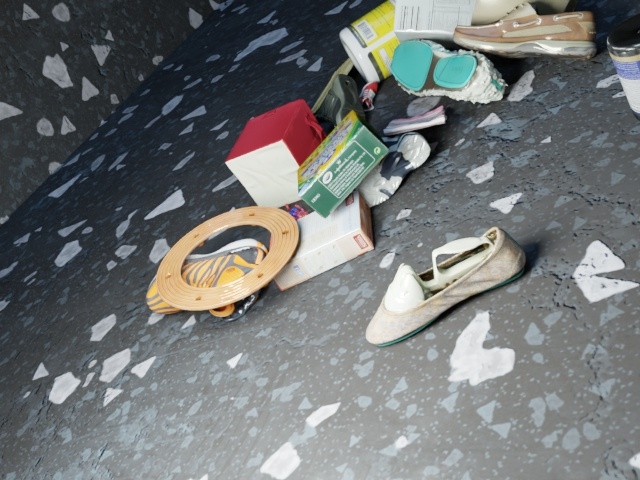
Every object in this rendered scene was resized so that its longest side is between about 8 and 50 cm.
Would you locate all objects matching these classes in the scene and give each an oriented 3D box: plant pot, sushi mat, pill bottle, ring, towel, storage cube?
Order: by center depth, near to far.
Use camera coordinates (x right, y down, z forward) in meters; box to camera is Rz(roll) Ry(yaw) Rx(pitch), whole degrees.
[{"bbox_3d":[0.594,-0.281,1.390,0.123,0.219,0.123,-26,30,16],"label":"pill bottle"},{"bbox_3d":[-0.202,0.039,1.740,0.337,0.032,0.336,-15,35,11],"label":"ring"},{"bbox_3d":[0.225,-0.283,1.881,0.144,0.029,0.197,-12,11,12],"label":"towel"},{"bbox_3d":[0.515,-0.585,1.935,0.191,0.284,0.284,28,60,19],"label":"plant pot"},{"bbox_3d":[-0.098,-0.218,2.056,0.215,0.183,0.193,-16,34,30],"label":"storage cube"},{"bbox_3d":[0.238,-0.611,2.299,0.334,0.188,0.188,-32,29,4],"label":"pill bottle"},{"bbox_3d":[0.039,-0.469,2.419,0.151,0.019,0.316,-38,18,47],"label":"sushi mat"}]

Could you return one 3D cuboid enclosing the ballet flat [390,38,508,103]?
[{"bbox_3d":[0.317,-0.406,1.979,0.147,0.147,0.409,-38,30,-6],"label":"ballet flat"}]

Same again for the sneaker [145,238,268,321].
[{"bbox_3d":[-0.267,0.114,1.790,0.321,0.124,0.180,-26,29,16],"label":"sneaker"}]

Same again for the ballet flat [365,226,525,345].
[{"bbox_3d":[0.199,0.070,1.388,0.316,0.106,0.107,-31,29,8],"label":"ballet flat"}]

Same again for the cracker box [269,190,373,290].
[{"bbox_3d":[0.000,0.000,1.744,0.232,0.067,0.155,-26,30,18],"label":"cracker box"}]

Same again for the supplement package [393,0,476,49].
[{"bbox_3d":[0.310,-0.596,2.088,0.203,0.149,0.194,6,3,12],"label":"supplement package"}]

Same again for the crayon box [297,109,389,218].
[{"bbox_3d":[0.042,-0.184,1.802,0.203,0.083,0.323,-47,12,10],"label":"crayon box"}]

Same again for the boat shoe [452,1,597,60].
[{"bbox_3d":[0.469,-0.481,1.822,0.324,0.116,0.123,8,8,17],"label":"boat shoe"}]

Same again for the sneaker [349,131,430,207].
[{"bbox_3d":[0.136,-0.168,1.842,0.235,0.094,0.153,-45,16,5],"label":"sneaker"}]

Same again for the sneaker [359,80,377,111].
[{"bbox_3d":[0.136,-0.403,2.240,0.118,0.042,0.067,-52,28,-15],"label":"sneaker"}]

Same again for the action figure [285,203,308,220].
[{"bbox_3d":[-0.063,-0.068,1.956,0.038,0.030,0.115,-40,30,-20],"label":"action figure"}]

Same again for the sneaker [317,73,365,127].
[{"bbox_3d":[0.056,-0.338,2.193,0.130,0.087,0.227,-54,37,46],"label":"sneaker"}]
